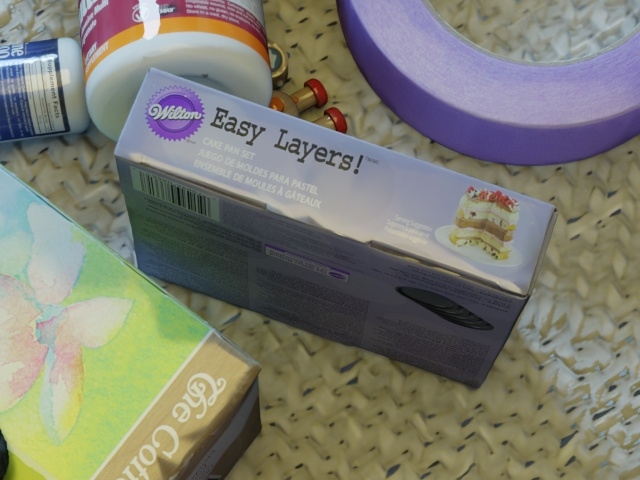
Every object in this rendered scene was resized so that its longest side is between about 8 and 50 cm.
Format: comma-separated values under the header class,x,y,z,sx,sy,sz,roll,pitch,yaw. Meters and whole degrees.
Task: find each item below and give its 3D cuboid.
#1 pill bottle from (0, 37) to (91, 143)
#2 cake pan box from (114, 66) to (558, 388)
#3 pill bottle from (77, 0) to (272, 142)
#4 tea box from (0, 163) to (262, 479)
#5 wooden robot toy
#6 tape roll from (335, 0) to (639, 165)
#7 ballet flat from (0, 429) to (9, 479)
class,x,y,z,sx,sy,sz,roll,pitch,yaw
pill bottle,-0.194,-0.103,1.337,0.120,0.067,0.067,-8,75,-3
cake pan box,0.000,0.000,1.223,0.267,0.246,0.070,18,72,5
pill bottle,-0.102,-0.177,1.296,0.121,0.121,0.221,-7,59,-3
tea box,-0.255,0.128,1.196,0.323,0.220,0.329,36,77,7
wooden robot toy,-0.029,-0.092,1.331,0.076,0.079,0.173,-33,78,-9
tape roll,0.147,-0.195,1.357,0.275,0.090,0.274,0,75,0
ballet flat,-0.230,0.068,1.073,0.057,0.049,0.173,-41,79,-13
